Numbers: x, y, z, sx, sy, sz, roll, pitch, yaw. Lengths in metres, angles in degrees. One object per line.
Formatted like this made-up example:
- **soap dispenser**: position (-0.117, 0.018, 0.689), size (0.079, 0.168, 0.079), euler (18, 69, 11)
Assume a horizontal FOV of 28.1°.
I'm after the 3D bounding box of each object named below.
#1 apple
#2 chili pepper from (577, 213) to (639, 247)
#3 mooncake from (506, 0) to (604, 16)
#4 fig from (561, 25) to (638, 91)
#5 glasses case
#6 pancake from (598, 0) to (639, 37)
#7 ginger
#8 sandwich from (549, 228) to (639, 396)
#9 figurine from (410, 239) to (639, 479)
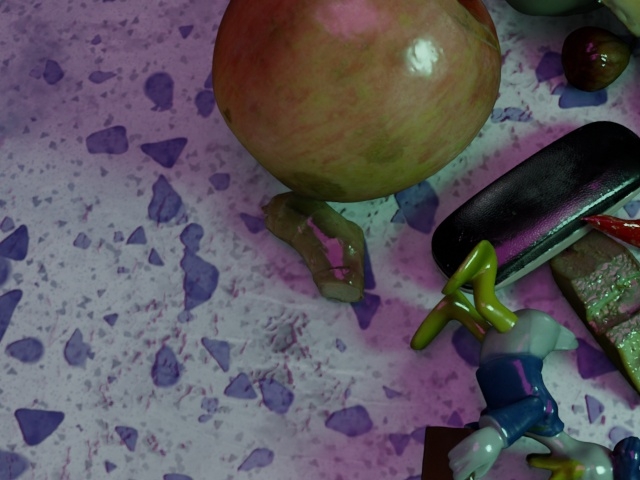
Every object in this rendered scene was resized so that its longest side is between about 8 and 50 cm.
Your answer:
- **apple**: position (0.039, -0.221, 1.610), size (0.364, 0.364, 0.364), euler (-2, 68, 5)
- **chili pepper**: position (0.406, -0.011, 1.617), size (0.178, 0.027, 0.045), euler (15, 107, -18)
- **mooncake**: position (0.307, -0.427, 1.718), size (0.135, 0.275, 0.275), euler (-12, 63, 37)
- **fig**: position (0.390, -0.248, 1.734), size (0.125, 0.089, 0.089), euler (-11, 65, -23)
- **glasses case**: position (0.285, -0.045, 1.651), size (0.314, 0.075, 0.122), euler (-34, 55, -8)
- **pancake**: position (0.471, -0.413, 1.691), size (0.387, 0.082, 0.387), euler (14, 66, -32)
- **ginger**: position (-0.001, 0.002, 1.671), size (0.190, 0.069, 0.095), euler (44, 103, 19)
- **sandwich**: position (0.370, 0.083, 1.587), size (0.090, 0.088, 0.244), euler (-28, 68, -6)
- **figurine**: position (0.241, 0.210, 1.497), size (0.338, 0.204, 0.283), euler (36, 62, 10)
